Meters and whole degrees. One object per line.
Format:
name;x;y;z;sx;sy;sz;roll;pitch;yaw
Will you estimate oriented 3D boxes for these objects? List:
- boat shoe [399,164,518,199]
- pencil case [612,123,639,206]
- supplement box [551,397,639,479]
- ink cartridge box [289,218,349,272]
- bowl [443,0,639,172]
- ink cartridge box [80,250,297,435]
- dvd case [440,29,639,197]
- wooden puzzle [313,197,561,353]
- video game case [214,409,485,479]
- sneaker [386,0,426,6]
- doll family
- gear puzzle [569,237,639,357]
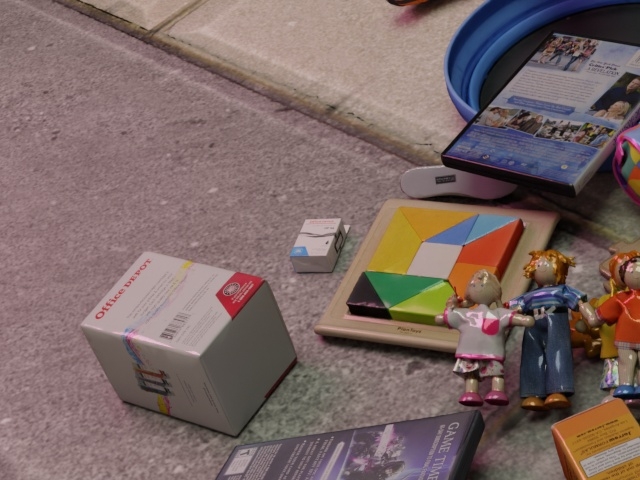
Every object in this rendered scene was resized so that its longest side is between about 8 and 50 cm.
boat shoe;0.166;-0.072;1.896;0.142;0.049;0.040;-1;1;14
pencil case;0.433;-0.124;1.763;0.236;0.104;0.104;-30;39;-17
supplement box;0.285;0.250;1.423;0.080;0.078;0.233;-22;37;-3
ink cartridge box;0.000;0.000;1.893;0.048;0.028;0.083;-1;41;22
bowl;0.351;-0.223;1.971;0.391;0.077;0.391;-13;38;10
ink cartridge box;-0.143;0.109;1.743;0.176;0.127;0.128;13;49;35
dvd case;0.278;-0.151;1.836;0.180;0.022;0.253;16;51;38
wooden puzzle;0.130;0.030;1.786;0.221;0.044;0.238;6;44;30
video game case;0.008;0.241;1.531;0.274;0.026;0.196;-11;23;24
sneaker;0.241;-0.413;2.212;0.321;0.124;0.180;-36;39;-20
doll family;0.252;0.085;1.591;0.263;0.118;0.163;-6;72;31
gear puzzle;0.389;0.015;1.688;0.339;0.044;0.175;-32;39;-14
